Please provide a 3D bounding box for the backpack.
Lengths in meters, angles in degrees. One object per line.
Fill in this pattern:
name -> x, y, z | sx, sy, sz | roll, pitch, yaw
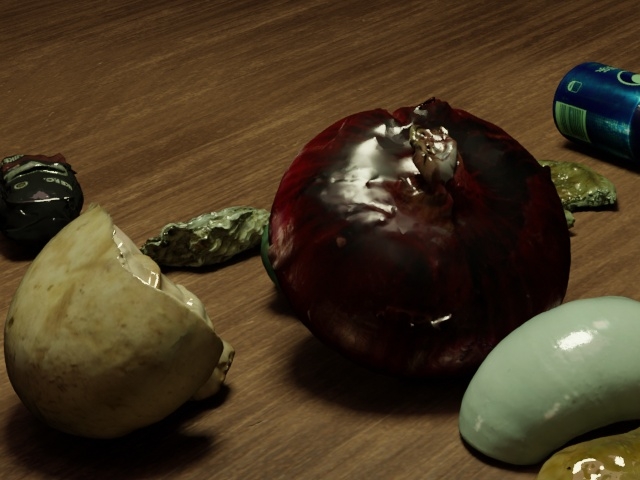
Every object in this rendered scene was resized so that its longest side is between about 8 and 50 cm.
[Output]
backpack -> -0.361, -0.053, 1.895 | 0.120, 0.106, 0.165 | -8, 18, -19

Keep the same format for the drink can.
drink can -> 0.411, -0.167, 1.978 | 0.118, 0.118, 0.205 | -17, 25, -26

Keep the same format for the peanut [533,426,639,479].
peanut -> 0.265, 0.195, 1.124 | 0.236, 0.110, 0.120 | -8, -1, -25

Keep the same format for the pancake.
pancake -> 0.239, -0.057, 1.848 | 0.253, 0.037, 0.253 | -5, 22, 2

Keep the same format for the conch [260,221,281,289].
conch -> 0.003, 0.000, 1.651 | 0.176, 0.122, 0.188 | -36, 6, 37

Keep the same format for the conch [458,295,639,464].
conch -> 0.224, 0.120, 1.332 | 0.221, 0.121, 0.185 | -19, -5, -19

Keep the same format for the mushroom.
mushroom -> -0.201, 0.101, 1.410 | 0.189, 0.195, 0.254 | -41, 33, 0

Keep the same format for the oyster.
oyster -> -0.137, -0.003, 1.786 | 0.177, 0.064, 0.125 | -14, 6, 7

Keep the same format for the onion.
onion -> 0.106, -0.008, 1.456 | 0.313, 0.232, 0.314 | 6, 58, -10
